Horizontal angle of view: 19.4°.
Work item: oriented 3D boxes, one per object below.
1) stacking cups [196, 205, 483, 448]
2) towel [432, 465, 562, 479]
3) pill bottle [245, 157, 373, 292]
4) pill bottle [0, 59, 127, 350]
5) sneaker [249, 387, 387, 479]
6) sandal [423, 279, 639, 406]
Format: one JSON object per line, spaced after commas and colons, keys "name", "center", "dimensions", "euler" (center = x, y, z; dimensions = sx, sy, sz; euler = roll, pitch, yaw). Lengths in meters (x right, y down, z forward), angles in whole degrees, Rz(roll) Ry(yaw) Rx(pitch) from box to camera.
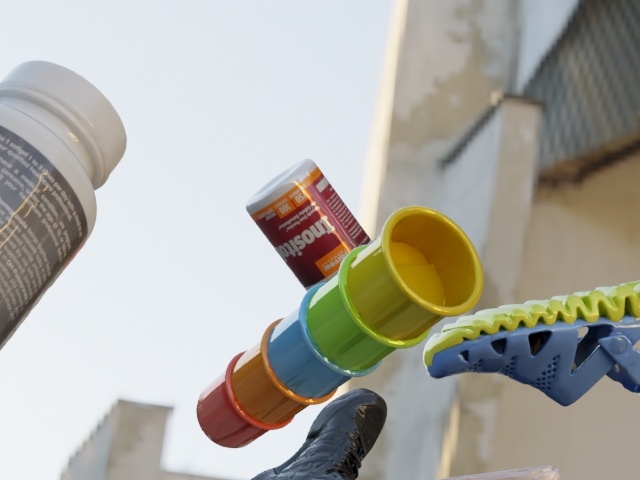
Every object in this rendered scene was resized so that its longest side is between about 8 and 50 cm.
{"name": "stacking cups", "center": [0.003, 0.091, 1.520], "dimensions": [0.096, 0.096, 0.316], "euler": [20, -41, -26]}
{"name": "towel", "center": [0.172, 0.472, 2.410], "dimensions": [0.317, 0.331, 0.053], "euler": [-7, -2, 4]}
{"name": "pill bottle", "center": [0.000, 0.000, 1.882], "dimensions": [0.152, 0.086, 0.086], "euler": [53, -40, -8]}
{"name": "pill bottle", "center": [-0.305, -0.010, 1.624], "dimensions": [0.176, 0.318, 0.176], "euler": [22, -36, 17]}
{"name": "sneaker", "center": [0.006, 0.170, 1.262], "dimensions": [0.089, 0.170, 0.051], "euler": [17, -42, 48]}
{"name": "sandal", "center": [0.279, 0.132, 2.202], "dimensions": [0.317, 0.138, 0.126], "euler": [-9, 2, -6]}
